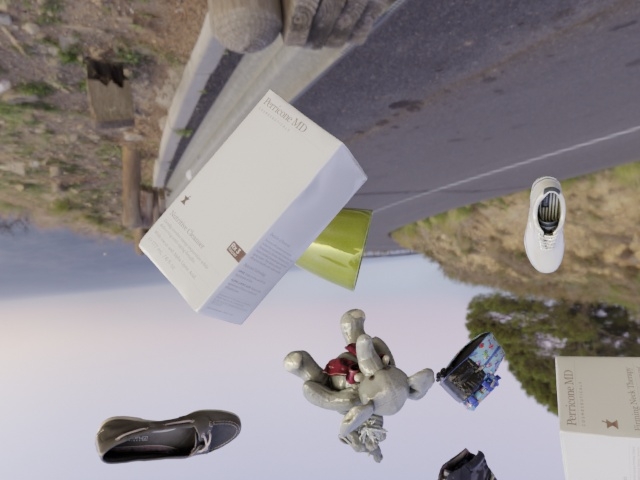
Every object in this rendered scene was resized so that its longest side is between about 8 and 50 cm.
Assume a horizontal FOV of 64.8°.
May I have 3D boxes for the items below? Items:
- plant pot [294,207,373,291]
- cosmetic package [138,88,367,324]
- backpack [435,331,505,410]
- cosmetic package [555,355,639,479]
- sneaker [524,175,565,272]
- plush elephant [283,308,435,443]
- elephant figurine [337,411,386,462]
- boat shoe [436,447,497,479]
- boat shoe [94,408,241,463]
[{"bbox_3d":[0.000,0.000,1.657,0.293,0.275,0.275,14,178,7],"label":"plant pot"},{"bbox_3d":[-0.123,-0.059,0.948,0.217,0.385,0.156,40,-178,29],"label":"cosmetic package"},{"bbox_3d":[0.375,0.308,1.211,0.173,0.117,0.158,-43,160,-8],"label":"backpack"},{"bbox_3d":[1.024,0.620,1.699,0.393,0.328,0.329,-5,-145,26],"label":"cosmetic package"},{"bbox_3d":[0.544,-0.024,1.225,0.094,0.258,0.091,-4,-154,22],"label":"sneaker"},{"bbox_3d":[0.109,0.330,1.214,0.271,0.330,0.255,-22,168,-30],"label":"plush elephant"},{"bbox_3d":[0.150,0.732,1.888,0.169,0.186,0.239,-6,149,-8],"label":"elephant figurine"},{"bbox_3d":[0.300,0.644,1.204,0.340,0.158,0.127,-25,179,-35],"label":"boat shoe"},{"bbox_3d":[-0.342,0.465,1.167,0.335,0.112,0.095,5,-166,-23],"label":"boat shoe"}]
